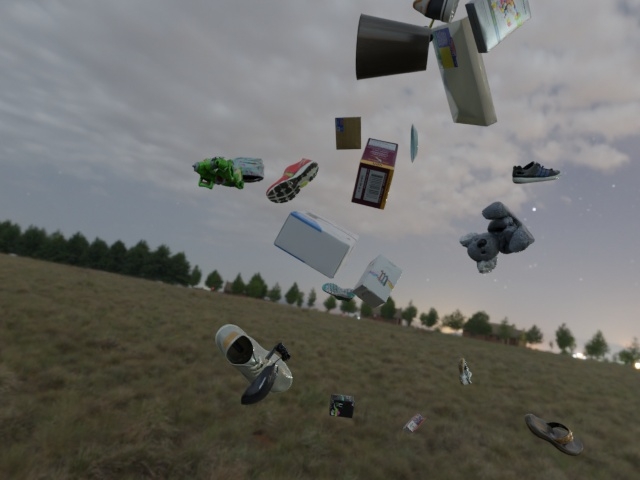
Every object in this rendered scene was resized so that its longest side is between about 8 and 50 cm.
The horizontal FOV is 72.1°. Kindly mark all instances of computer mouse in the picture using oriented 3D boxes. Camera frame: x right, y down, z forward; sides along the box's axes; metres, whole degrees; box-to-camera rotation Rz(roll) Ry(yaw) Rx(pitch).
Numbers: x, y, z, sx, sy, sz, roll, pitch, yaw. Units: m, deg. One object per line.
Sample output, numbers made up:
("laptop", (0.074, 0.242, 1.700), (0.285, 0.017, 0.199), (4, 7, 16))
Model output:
("computer mouse", (-0.194, 0.500, 1.627), (0.060, 0.262, 0.184), (33, -27, 23))

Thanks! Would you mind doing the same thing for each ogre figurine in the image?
("ogre figurine", (-0.313, -0.204, 1.344), (0.118, 0.097, 0.197), (3, 7, 7))

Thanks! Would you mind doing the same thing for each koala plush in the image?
("koala plush", (0.629, 0.004, 1.592), (0.221, 0.196, 0.203), (-43, -27, 24))

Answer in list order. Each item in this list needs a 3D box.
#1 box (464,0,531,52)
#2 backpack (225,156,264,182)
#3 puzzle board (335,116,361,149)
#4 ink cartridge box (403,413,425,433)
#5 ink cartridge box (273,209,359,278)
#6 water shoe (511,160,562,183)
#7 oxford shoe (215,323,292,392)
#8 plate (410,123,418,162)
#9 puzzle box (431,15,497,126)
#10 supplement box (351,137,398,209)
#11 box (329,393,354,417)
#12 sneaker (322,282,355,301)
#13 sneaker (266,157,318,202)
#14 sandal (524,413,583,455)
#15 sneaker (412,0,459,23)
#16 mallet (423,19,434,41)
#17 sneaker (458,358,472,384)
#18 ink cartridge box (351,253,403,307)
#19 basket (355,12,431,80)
("box", (0.500, -0.641, 1.230), (0.038, 0.186, 0.145), (35, -18, 54))
("backpack", (-0.341, -0.317, 1.985), (0.181, 0.115, 0.152), (-1, 6, -21))
("puzzle board", (0.105, -0.402, 1.651), (0.096, 0.011, 0.128), (0, -54, 6))
("ink cartridge box", (0.328, 0.639, 1.539), (0.029, 0.062, 0.115), (42, -22, 20))
("ink cartridge box", (0.000, 0.000, 1.522), (0.223, 0.129, 0.307), (29, 10, 7))
("water shoe", (0.844, -0.269, 1.706), (0.202, 0.080, 0.073), (-9, 11, -10))
("oxford shoe", (-0.276, 0.533, 1.901), (0.449, 0.169, 0.130), (50, -16, -28))
("plate", (0.456, -0.473, 2.140), (0.024, 0.189, 0.188), (0, -10, 7))
("puzzle box", (0.567, -0.664, 1.758), (0.052, 0.409, 0.272), (-24, 22, -3))
("supplement box", (0.132, -0.165, 1.054), (0.080, 0.104, 0.188), (14, 31, 5))
("box", (0.076, 0.590, 1.571), (0.083, 0.062, 0.052), (9, 5, -2))
("sneaker", (0.082, 0.258, 2.119), (0.166, 0.065, 0.076), (19, -43, -3))
("sneaker", (-0.134, -0.265, 1.932), (0.118, 0.279, 0.107), (33, -28, 40))
("sandal", (0.741, 0.599, 1.378), (0.219, 0.060, 0.090), (32, 25, -5))
("sneaker", (0.344, -0.762, 1.169), (0.127, 0.322, 0.126), (23, 15, 16))
("mallet", (0.406, -0.807, 1.564), (0.039, 0.062, 0.190), (2, -44, -17))
("sneaker", (0.455, 0.409, 1.377), (0.036, 0.084, 0.032), (-4, 3, -6))
("ink cartridge box", (0.242, 0.177, 1.885), (0.127, 0.176, 0.128), (37, -27, -1))
("basket", (0.238, -0.624, 1.435), (0.226, 0.205, 0.154), (8, 20, 11))
